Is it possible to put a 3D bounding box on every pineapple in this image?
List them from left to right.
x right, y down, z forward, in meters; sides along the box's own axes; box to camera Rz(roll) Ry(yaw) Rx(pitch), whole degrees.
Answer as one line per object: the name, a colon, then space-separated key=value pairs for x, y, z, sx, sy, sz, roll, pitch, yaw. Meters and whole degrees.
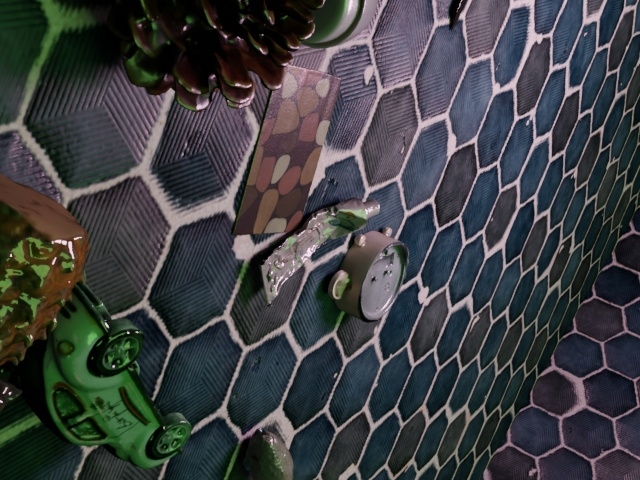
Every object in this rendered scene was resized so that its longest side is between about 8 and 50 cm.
pineapple: x=-0.328 y=0.093 z=0.700 sx=0.170 sy=0.141 sz=0.310 roll=28 pitch=96 yaw=-38

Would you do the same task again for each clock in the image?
clock: x=0.092 y=0.061 z=1.429 sx=0.229 sy=0.063 sz=0.156 roll=-15 pitch=124 yaw=-56

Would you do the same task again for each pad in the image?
pad: x=-0.042 y=-0.118 z=1.132 sx=0.158 sy=0.003 sz=0.235 roll=-5 pitch=115 yaw=-58

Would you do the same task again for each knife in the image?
knife: x=0.261 y=-0.455 z=1.367 sx=0.230 sy=0.028 sz=0.060 roll=-68 pitch=163 yaw=8

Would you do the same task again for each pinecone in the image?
pinecone: x=-0.092 y=-0.222 z=0.780 sx=0.207 sy=0.207 sz=0.208 roll=-39 pitch=141 yaw=-40

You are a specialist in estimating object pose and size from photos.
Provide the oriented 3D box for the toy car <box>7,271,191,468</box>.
toy car: x=-0.242 y=0.147 z=0.872 sx=0.125 sy=0.136 sz=0.306 roll=-36 pitch=143 yaw=-22

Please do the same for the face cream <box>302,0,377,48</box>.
face cream: x=0.007 y=-0.284 z=0.972 sx=0.104 sy=0.117 sz=0.117 roll=-26 pitch=133 yaw=-59

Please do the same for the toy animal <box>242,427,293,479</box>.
toy animal: x=-0.084 y=0.405 z=1.379 sx=0.070 sy=0.079 sz=0.253 roll=-44 pitch=146 yaw=-45

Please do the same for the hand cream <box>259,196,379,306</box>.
hand cream: x=-0.003 y=-0.002 z=1.237 sx=0.257 sy=0.050 sz=0.084 roll=-36 pitch=142 yaw=-35
